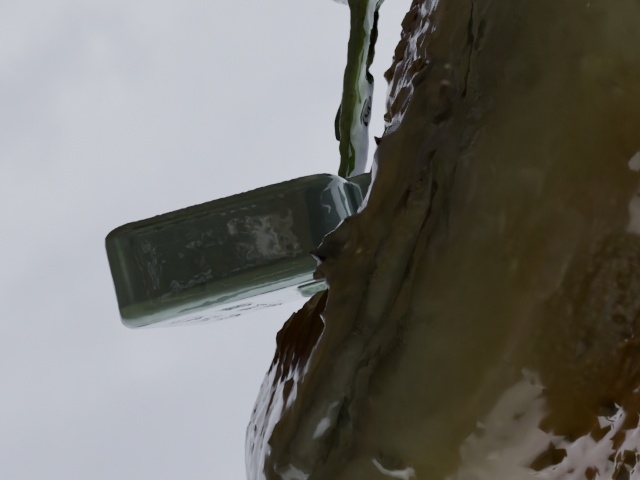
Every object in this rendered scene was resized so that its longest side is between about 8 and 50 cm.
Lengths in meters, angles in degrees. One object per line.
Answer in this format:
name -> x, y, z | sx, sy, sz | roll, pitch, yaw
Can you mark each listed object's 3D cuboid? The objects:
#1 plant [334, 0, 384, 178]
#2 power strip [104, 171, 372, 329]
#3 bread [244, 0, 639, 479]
plant -> 0.055, -0.189, 1.356 | 0.251, 0.180, 0.333 | 110, -33, -60
power strip -> 0.000, 0.001, 0.991 | 0.194, 0.059, 0.265 | -15, 177, 4
bread -> 0.083, 0.009, 0.678 | 0.192, 0.171, 0.314 | -119, -130, -85
